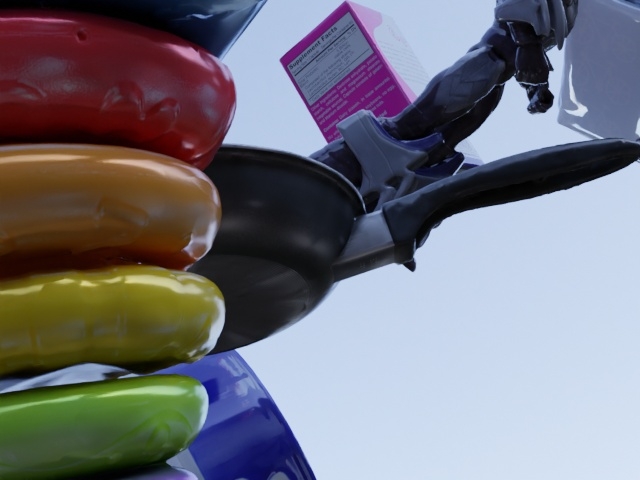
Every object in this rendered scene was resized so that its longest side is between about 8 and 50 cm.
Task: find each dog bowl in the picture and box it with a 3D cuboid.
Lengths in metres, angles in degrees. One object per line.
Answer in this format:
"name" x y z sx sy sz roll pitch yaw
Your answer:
"dog bowl" -0.085 0.213 0.886 0.104 0.265 0.265 -25 -31 -20

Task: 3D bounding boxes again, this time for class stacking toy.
"stacking toy" -0.093 0.058 0.354 0.165 0.302 0.175 -5 -9 -22

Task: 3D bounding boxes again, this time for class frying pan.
"frying pan" -0.011 0.014 0.565 0.326 0.053 0.197 0 -28 -20

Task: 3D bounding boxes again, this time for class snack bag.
"snack bag" 0.362 -0.205 1.055 0.037 0.323 0.342 -26 -46 -27

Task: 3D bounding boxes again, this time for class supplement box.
"supplement box" 0.069 -0.142 1.204 0.114 0.220 0.111 -36 -18 26

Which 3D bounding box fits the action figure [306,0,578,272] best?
"action figure" 0.118 -0.116 0.768 0.285 0.099 0.185 -48 -18 7
